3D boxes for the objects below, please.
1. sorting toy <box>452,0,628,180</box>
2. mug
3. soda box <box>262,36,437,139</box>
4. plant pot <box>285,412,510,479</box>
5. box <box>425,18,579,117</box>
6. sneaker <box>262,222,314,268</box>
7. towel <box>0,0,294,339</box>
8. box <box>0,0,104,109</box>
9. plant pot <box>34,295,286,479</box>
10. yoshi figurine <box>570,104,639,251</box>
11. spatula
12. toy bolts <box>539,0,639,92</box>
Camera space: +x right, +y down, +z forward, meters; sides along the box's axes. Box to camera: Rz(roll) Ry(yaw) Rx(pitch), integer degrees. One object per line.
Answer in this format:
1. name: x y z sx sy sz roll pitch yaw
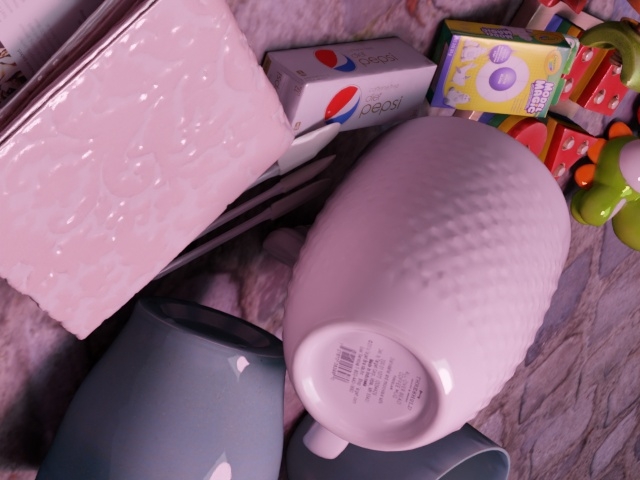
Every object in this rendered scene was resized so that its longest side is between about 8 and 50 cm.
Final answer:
1. sorting toy: 0.304 -0.180 1.845 0.257 0.089 0.255 6 120 -55
2. mug: 0.084 0.093 1.525 0.374 0.276 0.328 -61 178 39
3. soda box: 0.027 -0.169 1.519 0.216 0.069 0.074 -15 136 -45
4. plant pot: 0.091 0.339 2.012 0.293 0.235 0.293 -32 146 -25
5. box: 0.224 -0.205 1.678 0.179 0.043 0.105 2 128 -18
6. sneaker: 0.000 0.000 1.686 0.094 0.080 0.212 -61 156 -2
7. towel: -0.181 -0.077 1.272 0.317 0.053 0.332 -44 154 -7
8. box: -0.318 -0.123 1.138 0.322 0.058 0.232 -43 149 -12
9. plant pot: -0.159 0.207 1.539 0.272 0.272 0.255 9 103 -55
10. yoshi figurine: 0.552 -0.122 2.139 0.362 0.203 0.203 -42 156 -5
11. spatula: -0.084 -0.040 1.507 0.242 0.019 0.168 -28 165 -14
12. toy bolts: 0.378 -0.310 1.660 0.218 0.228 0.158 -9 141 -55
